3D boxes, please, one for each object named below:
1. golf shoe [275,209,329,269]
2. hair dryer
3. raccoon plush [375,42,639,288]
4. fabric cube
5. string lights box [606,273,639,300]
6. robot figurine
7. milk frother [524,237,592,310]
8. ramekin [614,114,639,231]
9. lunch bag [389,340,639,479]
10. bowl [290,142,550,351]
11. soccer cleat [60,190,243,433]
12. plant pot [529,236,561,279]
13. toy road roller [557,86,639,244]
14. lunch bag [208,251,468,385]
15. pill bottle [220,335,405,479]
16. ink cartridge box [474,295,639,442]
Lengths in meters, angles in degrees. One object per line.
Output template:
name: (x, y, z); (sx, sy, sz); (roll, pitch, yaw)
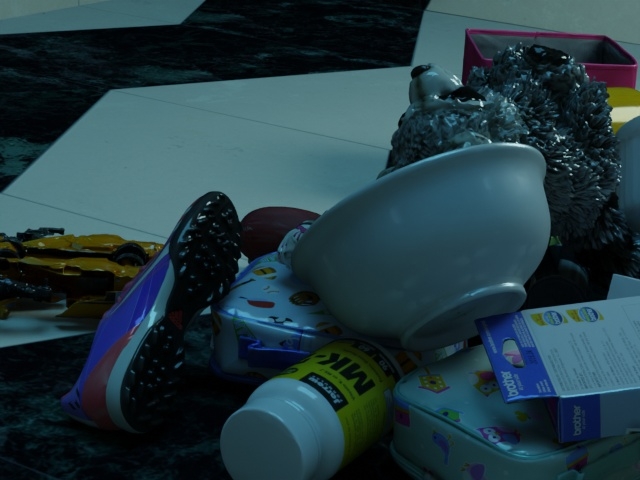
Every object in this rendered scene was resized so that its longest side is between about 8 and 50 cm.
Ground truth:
golf shoe: (-0.010, 0.017, 1.794); (0.086, 0.067, 0.186); (-25, 7, 5)
hair dryer: (0.000, 0.000, 2.036); (0.223, 0.080, 0.293); (2, -4, 3)
raccoon plush: (0.268, -0.045, 1.825); (0.446, 0.216, 0.299); (41, 37, -1)
fabric cube: (0.368, -0.199, 2.553); (0.259, 0.258, 0.254); (2, 18, -2)
string lights box: (0.448, 0.103, 1.830); (0.133, 0.077, 0.260); (16, 2, 33)
robot figurine: (-0.333, 0.047, 1.978); (0.291, 0.085, 0.211); (3, 18, -4)
milk frother: (0.281, 0.064, 2.041); (0.143, 0.129, 0.135); (-37, 7, 20)
ramekin: (0.521, -0.062, 2.022); (0.277, 0.135, 0.277); (8, -21, 3)
lunch bag: (0.221, 0.198, 1.586); (0.279, 0.108, 0.224); (-16, 32, -39)
bowl: (0.128, 0.028, 1.623); (0.298, 0.298, 0.134); (-10, 66, -33)
soccer cleat: (-0.187, 0.072, 1.714); (0.116, 0.108, 0.318); (-2, 51, 34)
plant pot: (0.289, 0.027, 2.169); (0.079, 0.083, 0.083); (-22, 28, -24)
toy road roller: (0.442, -0.092, 2.270); (0.202, 0.240, 0.329); (-6, 21, -26)
lunch bag: (0.018, 0.110, 1.810); (0.303, 0.115, 0.243); (9, 23, 15)
pill bottle: (-0.006, 0.183, 1.578); (0.119, 0.119, 0.208); (13, 21, 27)
ink cartridge box: (0.322, 0.121, 1.531); (0.311, 0.065, 0.186); (-5, 25, -3)
